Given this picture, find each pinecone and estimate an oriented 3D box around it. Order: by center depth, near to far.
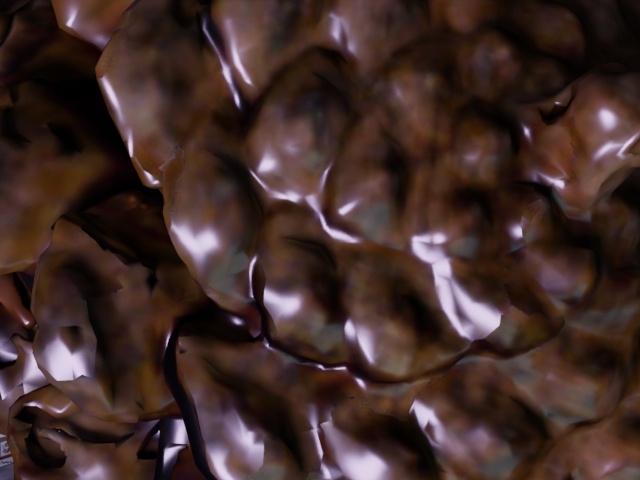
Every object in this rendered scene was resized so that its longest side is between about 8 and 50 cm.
[{"bbox_3d":[0.012,0.005,0.501,0.243,0.243,0.257,-27,170,-9],"label":"pinecone"}]

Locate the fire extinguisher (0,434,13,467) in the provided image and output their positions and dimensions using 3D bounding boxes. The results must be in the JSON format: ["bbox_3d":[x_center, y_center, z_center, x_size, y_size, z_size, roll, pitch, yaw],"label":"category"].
[{"bbox_3d":[-0.116,0.063,0.704,0.158,0.043,0.064,-17,111,-31],"label":"fire extinguisher"}]
